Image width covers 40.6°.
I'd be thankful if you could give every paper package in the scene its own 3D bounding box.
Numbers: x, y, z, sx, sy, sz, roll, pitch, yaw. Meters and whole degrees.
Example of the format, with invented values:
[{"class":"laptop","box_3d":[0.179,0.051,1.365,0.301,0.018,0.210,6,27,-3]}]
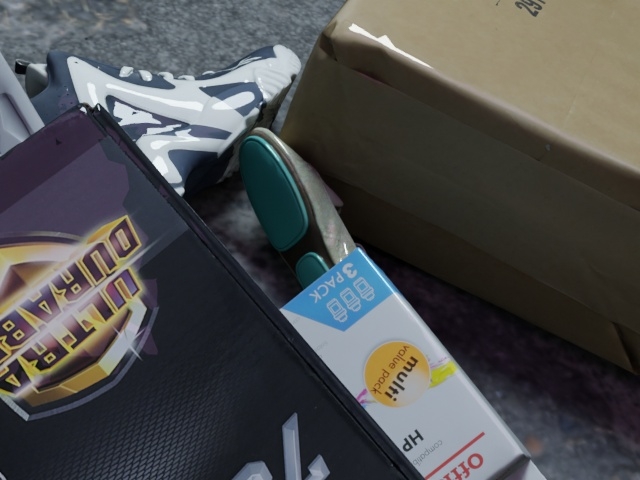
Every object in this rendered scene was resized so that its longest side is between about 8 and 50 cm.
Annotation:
[{"class":"paper package","box_3d":[0.171,-0.113,0.666,0.309,0.168,0.325,27,48,3]}]

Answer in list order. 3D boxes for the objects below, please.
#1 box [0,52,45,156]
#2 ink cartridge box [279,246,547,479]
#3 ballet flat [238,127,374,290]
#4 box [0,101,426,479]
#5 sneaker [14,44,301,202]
[{"class":"box","box_3d":[-0.203,-0.009,0.365,0.038,0.145,0.186,22,55,43]},{"class":"ink cartridge box","box_3d":[0.041,0.107,0.477,0.104,0.061,0.181,-40,67,3]},{"class":"ballet flat","box_3d":[0.000,0.000,0.577,0.052,0.057,0.168,-20,82,-43]},{"class":"box","box_3d":[-0.106,0.144,0.328,0.295,0.073,0.293,-42,93,-27]},{"class":"sneaker","box_3d":[-0.125,-0.095,0.595,0.153,0.094,0.235,37,59,1]}]
